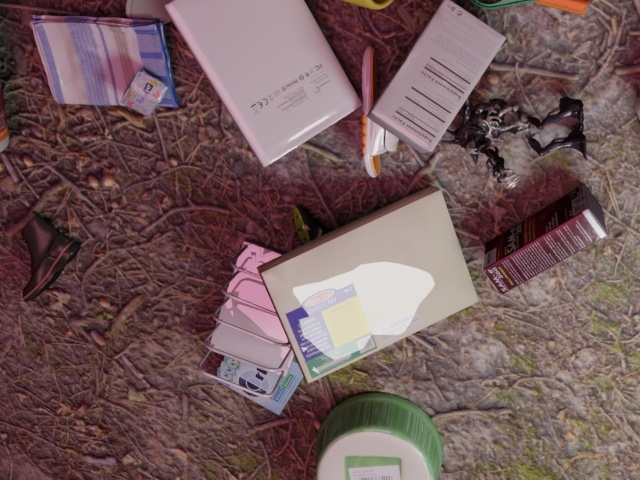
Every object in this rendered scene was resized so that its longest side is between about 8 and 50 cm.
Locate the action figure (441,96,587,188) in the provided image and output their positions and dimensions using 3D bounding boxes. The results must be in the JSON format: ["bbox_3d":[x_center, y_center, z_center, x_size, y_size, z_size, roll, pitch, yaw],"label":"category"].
[{"bbox_3d":[0.362,-0.199,1.746,0.276,0.141,0.164,-5,125,14],"label":"action figure"}]

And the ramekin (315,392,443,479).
[{"bbox_3d":[0.130,0.520,2.115,0.304,0.148,0.303,2,107,7],"label":"ramekin"}]

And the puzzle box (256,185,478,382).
[{"bbox_3d":[0.102,0.089,1.888,0.409,0.052,0.272,-24,111,-9],"label":"puzzle box"}]

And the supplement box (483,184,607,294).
[{"bbox_3d":[0.444,-0.002,1.825,0.239,0.130,0.073,-34,104,24],"label":"supplement box"}]

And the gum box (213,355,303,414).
[{"bbox_3d":[-0.140,0.306,2.166,0.184,0.041,0.157,29,117,-2],"label":"gum box"}]

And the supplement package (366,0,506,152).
[{"bbox_3d":[0.208,-0.297,1.687,0.134,0.139,0.244,33,93,-3],"label":"supplement package"}]

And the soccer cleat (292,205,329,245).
[{"bbox_3d":[0.000,0.000,1.979,0.178,0.072,0.060,61,158,-1],"label":"soccer cleat"}]

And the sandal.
[{"bbox_3d":[0.123,-0.249,1.801,0.076,0.102,0.265,2,113,12],"label":"sandal"}]

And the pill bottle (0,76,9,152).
[{"bbox_3d":[-0.780,-0.370,1.889,0.224,0.224,0.392,6,117,11],"label":"pill bottle"}]

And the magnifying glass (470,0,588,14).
[{"bbox_3d":[0.375,-0.457,1.684,0.231,0.026,0.092,17,118,7],"label":"magnifying glass"}]

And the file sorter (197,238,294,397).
[{"bbox_3d":[-0.136,0.175,2.002,0.193,0.173,0.277,21,108,4],"label":"file sorter"}]

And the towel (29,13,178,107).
[{"bbox_3d":[-0.446,-0.366,1.896,0.285,0.034,0.209,4,130,11],"label":"towel"}]

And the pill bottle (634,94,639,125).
[{"bbox_3d":[0.686,-0.160,1.677,0.153,0.153,0.264,-18,110,21],"label":"pill bottle"}]

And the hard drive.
[{"bbox_3d":[-0.105,-0.351,1.751,0.233,0.047,0.353,-33,107,-5],"label":"hard drive"}]

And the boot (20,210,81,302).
[{"bbox_3d":[-0.671,0.038,2.155,0.137,0.077,0.198,43,104,-3],"label":"boot"}]

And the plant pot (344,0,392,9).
[{"bbox_3d":[0.027,-0.558,1.609,0.239,0.254,0.253,21,120,21],"label":"plant pot"}]

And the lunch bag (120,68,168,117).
[{"bbox_3d":[-0.360,-0.304,1.876,0.071,0.053,0.083,28,128,-21],"label":"lunch bag"}]

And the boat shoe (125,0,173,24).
[{"bbox_3d":[-0.281,-0.528,1.766,0.114,0.091,0.303,21,142,-34],"label":"boat shoe"}]
